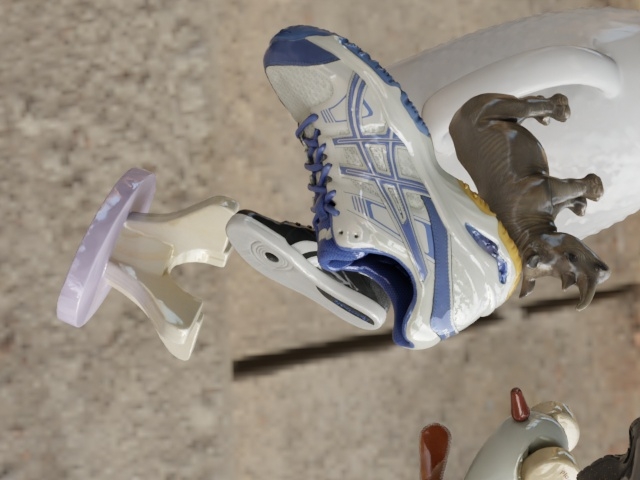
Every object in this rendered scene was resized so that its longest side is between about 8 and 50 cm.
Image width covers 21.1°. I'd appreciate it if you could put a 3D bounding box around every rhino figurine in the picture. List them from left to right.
[{"bbox_3d":[0.184,-0.036,1.486,0.073,0.106,0.243,101,-23,-53],"label":"rhino figurine"}]

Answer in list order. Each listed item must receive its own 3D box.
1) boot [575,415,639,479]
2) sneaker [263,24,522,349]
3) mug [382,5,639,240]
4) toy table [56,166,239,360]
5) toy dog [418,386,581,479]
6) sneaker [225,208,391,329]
[{"bbox_3d":[0.396,0.312,1.862,0.338,0.118,0.222,111,-29,-62],"label":"boot"},{"bbox_3d":[0.034,-0.045,1.423,0.296,0.131,0.112,51,-18,7],"label":"sneaker"},{"bbox_3d":[0.247,-0.137,1.964,0.374,0.328,0.276,21,52,-65],"label":"mug"},{"bbox_3d":[-0.210,0.031,2.183,0.252,0.161,0.274,109,3,-46],"label":"toy table"},{"bbox_3d":[0.213,0.315,2.409,0.161,0.334,0.220,58,-6,-21],"label":"toy dog"},{"bbox_3d":[0.000,0.000,1.973,0.217,0.079,0.121,34,62,-16],"label":"sneaker"}]
